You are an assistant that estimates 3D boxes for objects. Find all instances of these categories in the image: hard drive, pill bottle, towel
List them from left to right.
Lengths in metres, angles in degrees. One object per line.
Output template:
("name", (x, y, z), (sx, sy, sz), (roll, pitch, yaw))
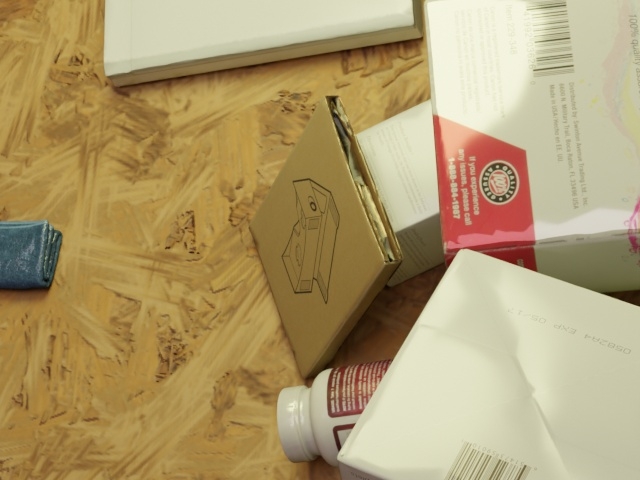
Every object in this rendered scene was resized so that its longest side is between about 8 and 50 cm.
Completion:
("towel", (-0.308, 0.013, 1.675), (0.119, 0.029, 0.067), (1, 71, 19))
("hard drive", (-0.058, -0.266, 1.694), (0.307, 0.040, 0.203), (-8, 68, 16))
("pill bottle", (0.045, 0.144, 1.474), (0.152, 0.086, 0.086), (-9, 67, 15))

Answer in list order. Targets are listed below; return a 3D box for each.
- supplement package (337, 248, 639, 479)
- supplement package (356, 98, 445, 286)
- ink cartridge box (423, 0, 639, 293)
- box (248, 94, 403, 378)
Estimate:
("supplement package", (0.156, 0.184, 1.263), (0.199, 0.263, 0.198), (19, 57, 23))
("supplement package", (0.109, -0.054, 1.518), (0.179, 0.105, 0.105), (-24, 63, 9))
("ink cartridge box", (0.242, -0.081, 1.366), (0.306, 0.131, 0.226), (-4, 66, 6))
("box", (0.000, 0.000, 1.499), (0.021, 0.201, 0.164), (-7, 61, -26))
